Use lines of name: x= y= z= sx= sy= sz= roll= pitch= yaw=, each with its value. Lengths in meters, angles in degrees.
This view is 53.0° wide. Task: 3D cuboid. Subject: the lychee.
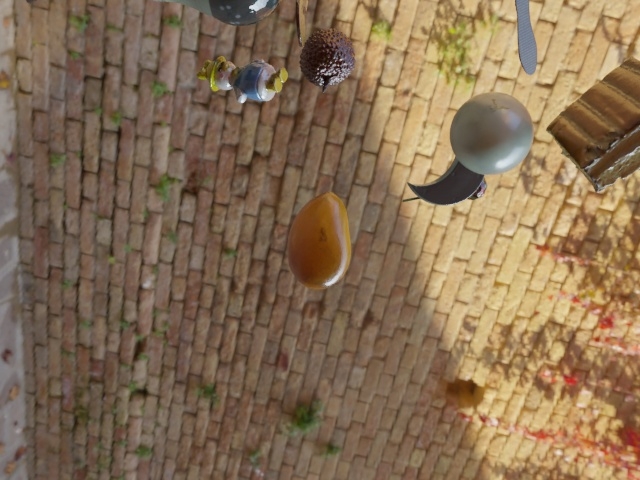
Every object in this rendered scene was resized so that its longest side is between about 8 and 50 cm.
lychee: x=0.021 y=-0.515 z=1.849 sx=0.165 sy=0.165 sz=0.197 roll=101 pitch=-18 yaw=-72

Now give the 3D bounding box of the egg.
egg: x=0.385 y=-0.244 z=1.453 sx=0.264 sy=0.183 sz=0.183 roll=-56 pitch=161 yaw=-68

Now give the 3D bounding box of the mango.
mango: x=0.000 y=0.000 z=1.426 sx=0.112 sy=0.144 sz=0.219 roll=-6 pitch=104 yaw=-75

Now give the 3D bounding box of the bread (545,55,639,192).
bread: x=0.608 y=-0.233 z=1.308 sx=0.239 sy=0.111 sz=0.246 roll=-40 pitch=-158 yaw=18

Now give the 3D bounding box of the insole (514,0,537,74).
insole: x=0.592 y=-0.603 z=1.852 sx=0.005 sy=0.086 sz=0.253 roll=14 pitch=-54 yaw=52

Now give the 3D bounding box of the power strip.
power strip: x=0.367 y=-0.199 z=1.743 sx=0.253 sy=0.167 sz=0.054 roll=-50 pitch=-168 yaw=5

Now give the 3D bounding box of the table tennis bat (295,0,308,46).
table tennis bat: x=-0.037 y=-0.447 z=1.276 sx=0.158 sy=0.014 sz=0.095 roll=-86 pitch=172 yaw=-47

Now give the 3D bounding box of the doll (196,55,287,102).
doll: x=-0.205 y=-0.421 z=1.668 sx=0.099 sy=0.241 sz=0.135 roll=7 pitch=98 yaw=-75

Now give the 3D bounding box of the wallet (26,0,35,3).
wallet: x=-0.505 y=-0.624 z=1.361 sx=0.323 sy=0.041 sz=0.247 roll=-46 pitch=-159 yaw=-7

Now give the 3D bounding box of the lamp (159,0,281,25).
lamp: x=-0.218 y=-0.484 z=1.211 sx=0.182 sy=0.313 sz=0.182 roll=165 pitch=-90 yaw=-87

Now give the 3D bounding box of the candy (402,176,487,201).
candy: x=0.375 y=-0.144 z=1.969 sx=0.078 sy=0.287 sz=0.084 roll=47 pitch=47 yaw=-34
